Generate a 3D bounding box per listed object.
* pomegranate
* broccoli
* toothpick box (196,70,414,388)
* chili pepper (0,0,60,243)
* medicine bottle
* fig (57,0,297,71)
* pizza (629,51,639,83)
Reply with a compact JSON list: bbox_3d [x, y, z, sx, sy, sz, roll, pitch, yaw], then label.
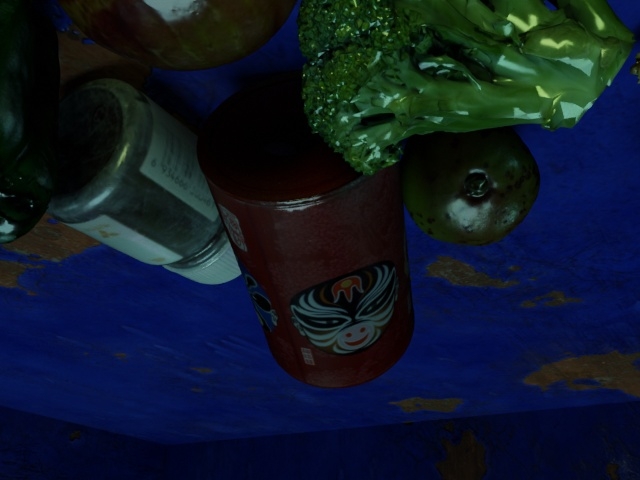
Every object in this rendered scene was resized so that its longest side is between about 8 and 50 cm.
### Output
[{"bbox_3d":[0.164,-0.071,0.815,0.159,0.159,0.205,5,-178,-7],"label":"pomegranate"},{"bbox_3d":[0.103,-0.165,0.529,0.241,0.269,0.262,32,132,13],"label":"broccoli"},{"bbox_3d":[0.000,0.000,0.806,0.204,0.204,0.333,-3,137,9],"label":"toothpick box"},{"bbox_3d":[-0.344,-0.125,0.600,0.248,0.257,0.233,-3,149,6],"label":"chili pepper"},{"bbox_3d":[-0.192,-0.056,0.831,0.165,0.165,0.273,-11,155,23],"label":"medicine bottle"},{"bbox_3d":[-0.095,-0.210,0.498,0.205,0.205,0.205,1,154,0],"label":"fig"},{"bbox_3d":[0.367,-0.195,0.621,0.193,0.069,0.154,-16,-170,44],"label":"pizza"}]
